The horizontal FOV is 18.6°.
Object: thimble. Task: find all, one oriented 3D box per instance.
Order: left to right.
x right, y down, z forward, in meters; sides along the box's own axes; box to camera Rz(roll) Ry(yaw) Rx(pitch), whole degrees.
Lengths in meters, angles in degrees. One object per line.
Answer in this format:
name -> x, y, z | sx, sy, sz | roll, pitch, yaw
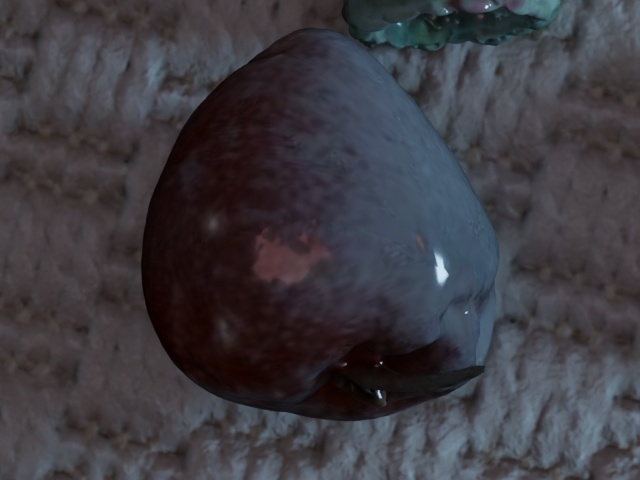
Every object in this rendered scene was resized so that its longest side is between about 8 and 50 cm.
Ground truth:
thimble -> 0.105, -0.255, 1.764 | 0.211, 0.185, 0.149 | -9, 84, 42

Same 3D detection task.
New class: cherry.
cherry -> 0.011, 0.004, 1.708 | 0.326, 0.291, 0.335 | 31, 48, -18
